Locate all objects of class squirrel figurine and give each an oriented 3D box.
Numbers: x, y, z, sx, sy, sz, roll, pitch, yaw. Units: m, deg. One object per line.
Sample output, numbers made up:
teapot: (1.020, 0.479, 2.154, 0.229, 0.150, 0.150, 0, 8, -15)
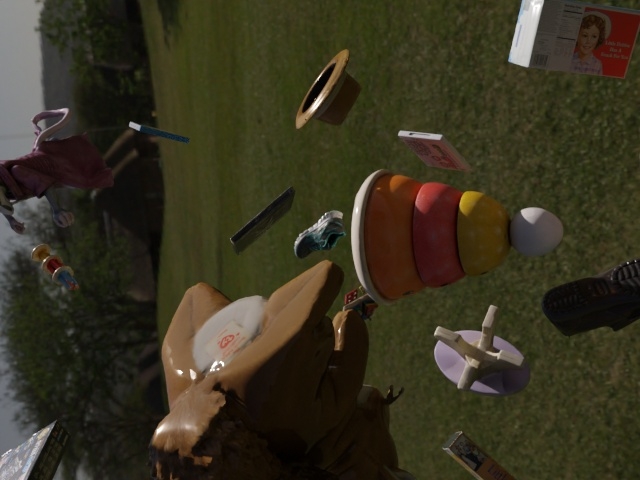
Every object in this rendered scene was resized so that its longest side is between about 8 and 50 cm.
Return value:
squirrel figurine: (-0.035, 0.280, 0.997, 0.370, 0.281, 0.397, 54, -144, -31)

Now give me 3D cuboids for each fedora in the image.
fedora: (0.026, -0.281, 1.428, 0.194, 0.079, 0.194, -52, 16, 21)

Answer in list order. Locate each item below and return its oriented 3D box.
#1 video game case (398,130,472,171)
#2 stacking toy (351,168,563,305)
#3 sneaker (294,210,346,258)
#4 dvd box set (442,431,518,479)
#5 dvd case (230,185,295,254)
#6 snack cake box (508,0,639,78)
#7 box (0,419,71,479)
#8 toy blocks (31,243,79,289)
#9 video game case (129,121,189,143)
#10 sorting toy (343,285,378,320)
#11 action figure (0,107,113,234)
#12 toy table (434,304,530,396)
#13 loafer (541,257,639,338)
video game case: (0.295, -0.230, 1.871, 0.143, 0.157, 0.019, 15, 74, 46)
stacking toy: (0.343, -0.013, 1.777, 0.350, 0.479, 0.351, 5, -96, -61)
sneaker: (0.000, 0.000, 1.825, 0.166, 0.065, 0.076, -44, 52, 26)
dvd box set: (0.501, 0.660, 1.876, 0.420, 0.062, 0.307, 40, 172, 14)
dvd case: (-0.124, -0.039, 1.554, 0.018, 0.164, 0.221, 48, 172, 3)
snack cake box: (0.571, -0.456, 1.624, 0.089, 0.264, 0.152, -127, 42, -63)
box: (-0.573, 0.452, 1.352, 0.051, 0.175, 0.220, 55, -175, -17)
toy blocks: (-0.651, 0.087, 1.831, 0.148, 0.054, 0.123, 38, 162, 27)
video game case: (-0.394, -0.263, 1.767, 0.166, 0.119, 0.015, 28, 104, 64)
sorting toy: (0.140, 0.245, 2.464, 0.046, 0.132, 0.275, 48, 151, 32)
action figure: (-0.646, -0.160, 1.658, 0.370, 0.248, 0.276, -34, -67, -62)
toy table: (0.441, 0.320, 2.012, 0.161, 0.274, 0.252, 61, -139, -57)
loafer: (0.734, 0.145, 1.783, 0.134, 0.365, 0.130, -87, -23, -47)
